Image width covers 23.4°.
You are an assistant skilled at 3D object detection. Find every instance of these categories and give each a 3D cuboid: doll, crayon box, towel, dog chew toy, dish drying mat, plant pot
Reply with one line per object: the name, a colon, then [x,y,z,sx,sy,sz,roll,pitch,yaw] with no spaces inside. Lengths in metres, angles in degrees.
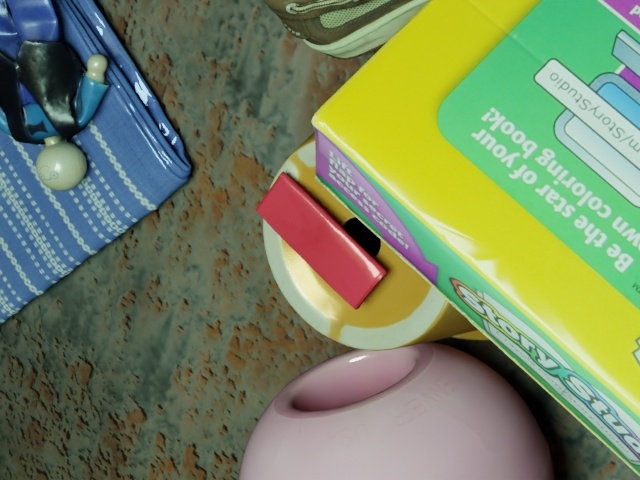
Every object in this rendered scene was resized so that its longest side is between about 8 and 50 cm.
doll: [-0.216,-0.125,1.125,0.129,0.046,0.189,-12,108,24]
crayon box: [0.231,-0.035,0.781,0.363,0.106,0.313,43,81,11]
towel: [-0.265,-0.074,1.227,0.336,0.040,0.243,-34,89,35]
dog chew toy: [0.076,0.237,1.020,0.206,0.206,0.332,-10,107,33]
dish drying mat: [0.000,0.000,0.872,0.083,0.008,0.032,45,122,13]
plant pot: [0.067,-0.022,0.943,0.205,0.188,0.205,9,109,29]

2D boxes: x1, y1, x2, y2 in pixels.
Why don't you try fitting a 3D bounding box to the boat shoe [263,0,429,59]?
boat shoe: [0.071,-0.196,0.919,0.257,0.095,0.095,-34,56,26]
